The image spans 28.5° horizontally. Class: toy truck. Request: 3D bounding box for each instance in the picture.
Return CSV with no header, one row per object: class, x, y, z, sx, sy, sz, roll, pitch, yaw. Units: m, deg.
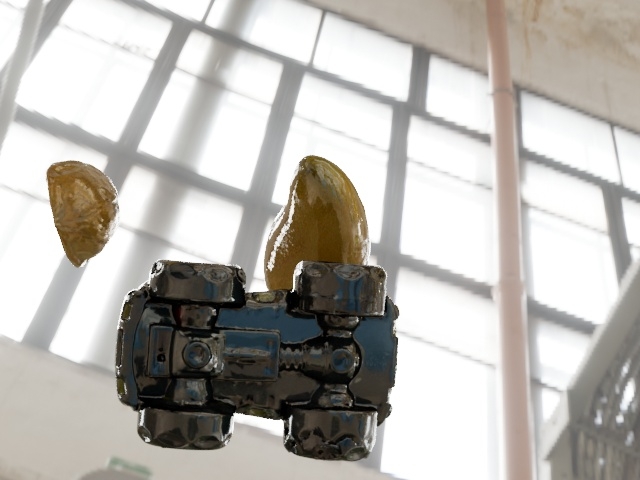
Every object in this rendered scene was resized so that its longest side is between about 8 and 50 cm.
toy truck,-0.052,0.087,0.987,0.224,0.165,0.147,4,-90,-16

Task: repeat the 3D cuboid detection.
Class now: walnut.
walnut,-0.197,-0.027,1.079,0.052,0.121,0.091,-12,-75,-1

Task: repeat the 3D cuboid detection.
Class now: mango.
mango,0.000,0.000,1.122,0.102,0.085,0.184,46,-37,25
